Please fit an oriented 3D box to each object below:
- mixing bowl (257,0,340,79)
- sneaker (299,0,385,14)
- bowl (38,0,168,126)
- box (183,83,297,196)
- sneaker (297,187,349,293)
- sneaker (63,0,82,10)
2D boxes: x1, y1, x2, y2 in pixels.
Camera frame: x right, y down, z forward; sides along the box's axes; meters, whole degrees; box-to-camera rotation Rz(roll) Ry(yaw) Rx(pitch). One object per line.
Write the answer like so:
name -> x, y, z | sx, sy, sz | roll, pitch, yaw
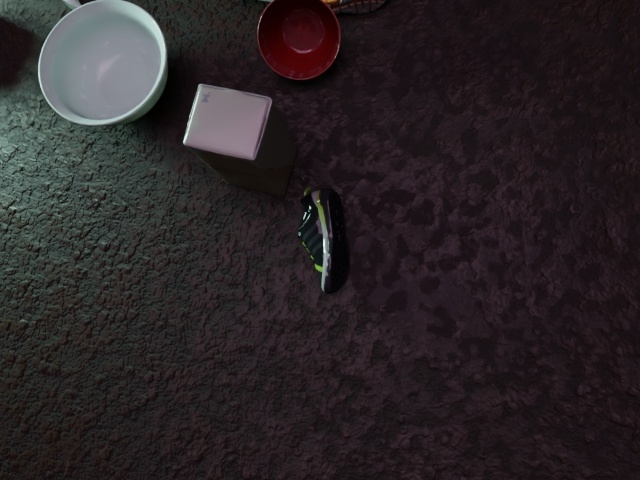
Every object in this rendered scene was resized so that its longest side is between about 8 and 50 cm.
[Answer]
mixing bowl -> -0.042, -0.458, 1.332 | 0.182, 0.098, 0.181 | 2, 117, 5
sneaker -> 0.053, -0.564, 1.361 | 0.215, 0.084, 0.083 | -4, 76, 8
bowl -> -0.471, -0.382, 1.377 | 0.298, 0.134, 0.297 | -1, 81, 8
box -> -0.149, -0.191, 1.214 | 0.148, 0.311, 0.121 | 13, 84, 9
sneaker -> 0.000, 0.000, 1.298 | 0.097, 0.084, 0.234 | -8, 79, 31
sneaker -> -0.628, -0.625, 1.476 | 0.061, 0.053, 0.152 | -39, 78, -2
